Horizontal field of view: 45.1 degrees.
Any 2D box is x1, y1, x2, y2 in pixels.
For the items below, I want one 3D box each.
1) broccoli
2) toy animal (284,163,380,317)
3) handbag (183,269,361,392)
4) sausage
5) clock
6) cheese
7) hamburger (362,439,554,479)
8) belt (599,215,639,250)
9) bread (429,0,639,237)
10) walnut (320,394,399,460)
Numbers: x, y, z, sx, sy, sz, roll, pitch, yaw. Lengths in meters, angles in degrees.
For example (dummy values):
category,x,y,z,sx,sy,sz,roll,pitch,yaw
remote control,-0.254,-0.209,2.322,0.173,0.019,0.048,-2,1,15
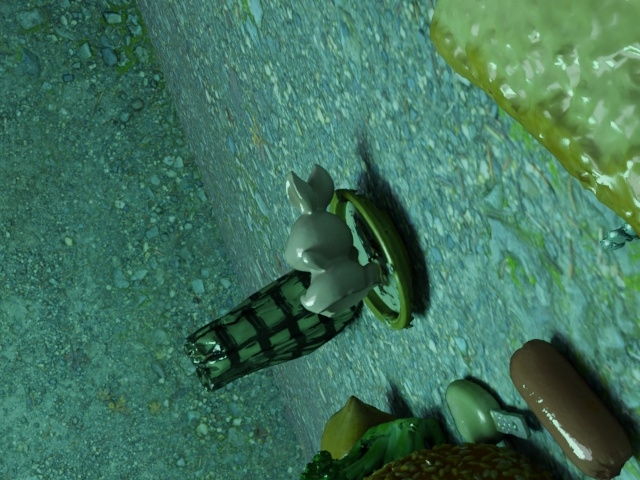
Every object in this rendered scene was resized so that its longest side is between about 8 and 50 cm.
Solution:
category,x,y,z,sx,sy,sz,roll,pitch,yaw
broccoli,0.115,0.396,1.211,0.265,0.294,0.246,73,-161,-56
toy animal,-0.002,0.001,1.131,0.124,0.124,0.213,115,135,-70
handbag,-0.106,0.178,1.544,0.163,0.326,0.325,63,166,8
sausage,0.249,0.168,0.776,0.062,0.062,0.154,85,160,-45
clock,0.087,0.022,1.173,0.237,0.057,0.237,59,164,29
cheese,0.221,0.232,1.005,0.192,0.037,0.097,157,91,-76
hamburger,0.166,0.412,0.916,0.330,0.329,0.250,-146,40,-66
belt,0.244,-0.052,0.501,0.179,0.065,0.100,158,101,-76
bread,0.212,-0.097,0.313,0.375,0.165,0.237,54,137,42
walnut,0.095,0.422,1.414,0.203,0.203,0.298,-150,45,-68
